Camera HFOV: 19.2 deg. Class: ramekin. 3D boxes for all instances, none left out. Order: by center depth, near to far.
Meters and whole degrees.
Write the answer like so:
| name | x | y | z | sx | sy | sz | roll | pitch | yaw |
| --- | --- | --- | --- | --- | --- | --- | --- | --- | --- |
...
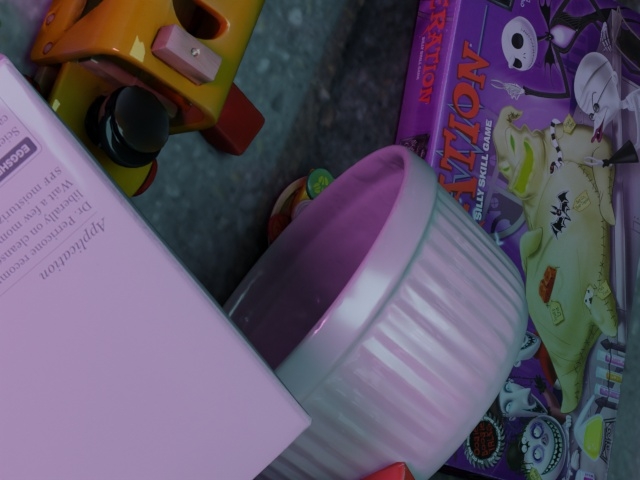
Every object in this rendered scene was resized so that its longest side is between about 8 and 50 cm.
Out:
| name | x | y | z | sx | sy | sz | roll | pitch | yaw |
| --- | --- | --- | --- | --- | --- | --- | --- | --- | --- |
| ramekin | 0.020 | 0.059 | 1.045 | 0.109 | 0.207 | 0.207 | 39 | 62 | -13 |

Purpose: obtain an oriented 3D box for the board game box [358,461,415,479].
| name | x | y | z | sx | sy | sz | roll | pitch | yaw |
| --- | --- | --- | --- | --- | --- | --- | --- | --- | --- |
| board game box | 0.014 | 0.298 | 1.023 | 0.316 | 0.242 | 0.064 | 58 | 18 | -20 |

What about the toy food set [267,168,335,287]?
| name | x | y | z | sx | sy | sz | roll | pitch | yaw |
| --- | --- | --- | --- | --- | --- | --- | --- | --- | --- |
| toy food set | 0.000 | 0.000 | 1.166 | 0.082 | 0.020 | 0.083 | 36 | 65 | -32 |

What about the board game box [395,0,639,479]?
| name | x | y | z | sx | sy | sz | roll | pitch | yaw |
| --- | --- | --- | --- | --- | --- | --- | --- | --- | --- |
| board game box | 0.132 | -0.011 | 1.262 | 0.208 | 0.056 | 0.346 | 18 | 76 | -33 |

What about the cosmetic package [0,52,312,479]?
| name | x | y | z | sx | sy | sz | roll | pitch | yaw |
| --- | --- | --- | --- | --- | --- | --- | --- | --- | --- |
| cosmetic package | -0.151 | 0.021 | 0.888 | 0.138 | 0.224 | 0.224 | -41 | 115 | -8 |

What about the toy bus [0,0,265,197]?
| name | x | y | z | sx | sy | sz | roll | pitch | yaw |
| --- | --- | --- | --- | --- | --- | --- | --- | --- | --- |
| toy bus | -0.097 | -0.101 | 1.039 | 0.191 | 0.104 | 0.202 | -24 | 102 | -38 |
